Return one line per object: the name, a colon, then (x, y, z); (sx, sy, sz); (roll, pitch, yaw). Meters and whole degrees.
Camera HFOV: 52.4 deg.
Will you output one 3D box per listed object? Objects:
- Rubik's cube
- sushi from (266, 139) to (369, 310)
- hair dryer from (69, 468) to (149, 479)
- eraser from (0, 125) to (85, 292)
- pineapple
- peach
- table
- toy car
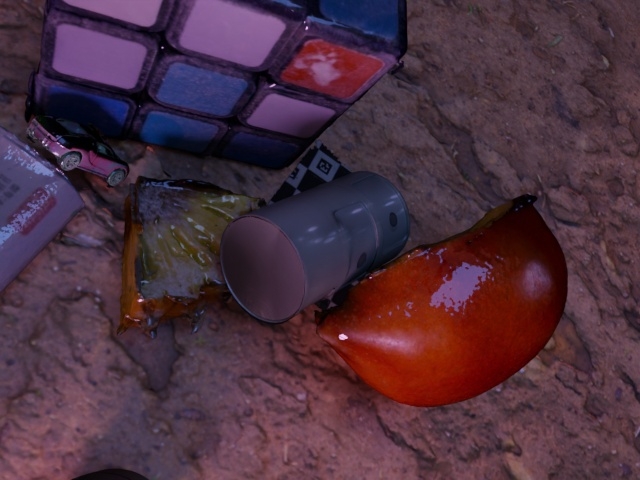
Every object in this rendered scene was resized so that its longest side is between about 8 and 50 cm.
Rubik's cube: (-0.126, -0.322, 0.773); (0.358, 0.362, 0.364); (11, 67, -20)
sushi: (0.019, -0.023, 0.918); (0.192, 0.040, 0.210); (42, 60, -7)
hair dryer: (-0.325, 0.281, 0.580); (0.361, 0.203, 0.128); (0, 75, -8)
eraser: (-0.395, -0.016, 0.690); (0.174, 0.081, 0.227); (38, 61, -6)
pineapple: (-0.169, 0.006, 0.790); (0.186, 0.114, 0.236); (44, 50, -5)
peach: (0.163, 0.101, 0.817); (0.361, 0.257, 0.201); (-23, 83, -37)
table: (0.000, 0.000, 0.773); (0.220, 0.126, 0.126); (-25, 84, -48)
toy car: (-0.274, -0.108, 0.754); (0.069, 0.142, 0.055); (40, 96, 18)
